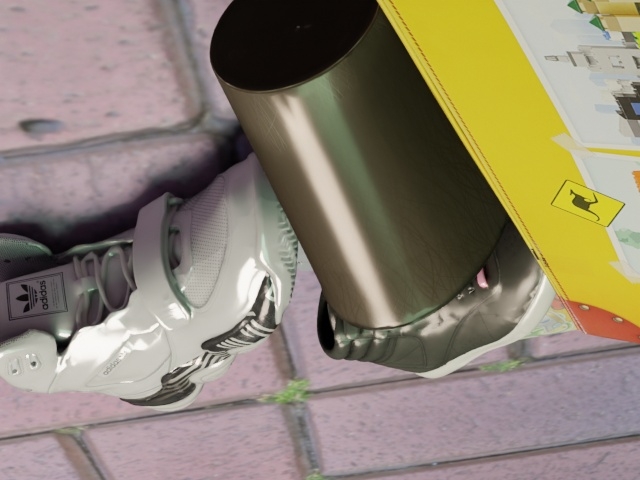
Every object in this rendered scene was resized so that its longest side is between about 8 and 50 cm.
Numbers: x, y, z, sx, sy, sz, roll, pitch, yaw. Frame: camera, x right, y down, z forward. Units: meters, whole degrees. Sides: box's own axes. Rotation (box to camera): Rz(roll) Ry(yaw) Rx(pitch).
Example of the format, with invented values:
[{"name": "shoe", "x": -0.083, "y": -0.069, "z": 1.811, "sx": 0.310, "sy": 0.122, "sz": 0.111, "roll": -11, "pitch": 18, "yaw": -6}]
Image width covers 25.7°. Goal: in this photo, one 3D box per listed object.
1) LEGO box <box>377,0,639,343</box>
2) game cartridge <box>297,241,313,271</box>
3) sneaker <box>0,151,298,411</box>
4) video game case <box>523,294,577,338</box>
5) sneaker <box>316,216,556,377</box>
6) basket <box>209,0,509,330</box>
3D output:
[{"name": "LEGO box", "x": 0.272, "y": -0.113, "z": 0.801, "sx": 0.372, "sy": 0.193, "sz": 0.500, "roll": 8, "pitch": 153, "yaw": 33}, {"name": "game cartridge", "x": 0.000, "y": 0.000, "z": 1.266, "sx": 0.056, "sy": 0.017, "sz": 0.083, "roll": -8, "pitch": 148, "yaw": -6}, {"name": "sneaker", "x": -0.164, "y": 0.041, "z": 1.180, "sx": 0.210, "sy": 0.137, "sz": 0.366, "roll": 6, "pitch": 149, "yaw": -25}, {"name": "video game case", "x": 0.234, "y": 0.028, "z": 1.346, "sx": 0.206, "sy": 0.026, "sz": 0.227, "roll": -10, "pitch": 148, "yaw": 5}, {"name": "sneaker", "x": 0.093, "y": 0.043, "z": 1.224, "sx": 0.147, "sy": 0.105, "sz": 0.296, "roll": 7, "pitch": 152, "yaw": -23}, {"name": "basket", "x": 0.027, "y": -0.080, "z": 1.004, "sx": 0.154, "sy": 0.204, "sz": 0.227, "roll": 5, "pitch": 148, "yaw": 33}]
